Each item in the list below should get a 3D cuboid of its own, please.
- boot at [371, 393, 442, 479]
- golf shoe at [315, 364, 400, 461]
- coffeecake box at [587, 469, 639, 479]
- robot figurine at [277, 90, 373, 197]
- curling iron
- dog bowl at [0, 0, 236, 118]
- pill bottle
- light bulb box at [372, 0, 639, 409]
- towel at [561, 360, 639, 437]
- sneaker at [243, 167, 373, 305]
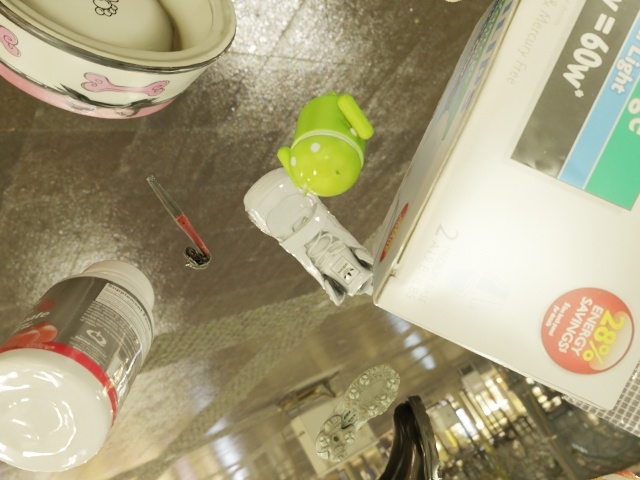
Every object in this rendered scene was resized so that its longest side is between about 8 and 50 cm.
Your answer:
[{"bbox_3d":[0.102,0.483,1.182,0.260,0.347,0.131,-3,164,0],"label":"boot"},{"bbox_3d":[0.051,0.267,0.963,0.176,0.069,0.086,-43,176,-19],"label":"golf shoe"},{"bbox_3d":[0.285,0.287,0.545,0.186,0.142,0.068,9,104,-39],"label":"coffeecake box"},{"bbox_3d":[0.008,-0.088,0.563,0.067,0.115,0.101,37,131,-27],"label":"robot figurine"},{"bbox_3d":[-0.364,-0.046,1.559,0.035,0.274,0.068,-19,-167,46],"label":"curling iron"},{"bbox_3d":[-0.344,-0.358,0.924,0.408,0.407,0.150,-11,154,-43],"label":"dog bowl"},{"bbox_3d":[-0.342,0.153,0.872,0.176,0.176,0.318,-37,-162,15],"label":"pill bottle"},{"bbox_3d":[0.225,-0.075,0.657,0.361,0.225,0.357,-50,164,-83],"label":"light bulb box"},{"bbox_3d":[0.762,0.319,1.500,0.121,0.235,0.283,-16,129,-66],"label":"towel"},{"bbox_3d":[0.000,0.000,1.195,0.137,0.210,0.366,-45,152,1],"label":"sneaker"}]
